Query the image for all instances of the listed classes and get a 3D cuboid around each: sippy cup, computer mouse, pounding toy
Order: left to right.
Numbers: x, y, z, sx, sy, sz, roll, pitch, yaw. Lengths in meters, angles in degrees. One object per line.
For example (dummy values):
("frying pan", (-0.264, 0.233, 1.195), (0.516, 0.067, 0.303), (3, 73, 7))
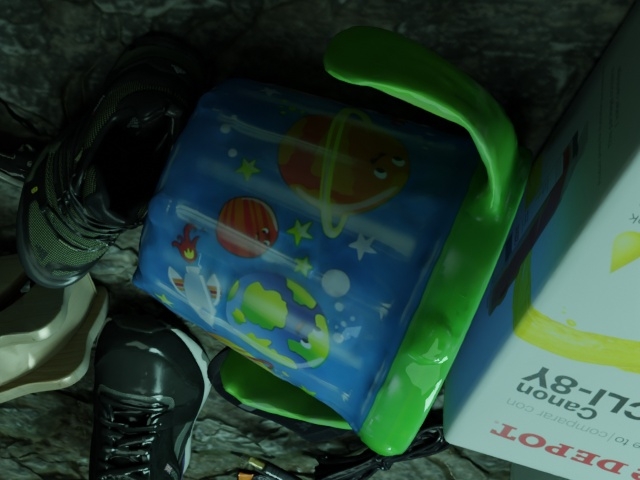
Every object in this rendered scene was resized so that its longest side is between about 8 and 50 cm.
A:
("pounding toy", (-0.312, 0.091, 1.177), (0.270, 0.154, 0.154), (-14, 135, 0))
("computer mouse", (-0.021, 0.150, 1.228), (0.184, 0.060, 0.262), (-32, 134, 33))
("sippy cup", (0.000, 0.000, 0.950), (0.224, 0.240, 0.305), (23, 99, 4))

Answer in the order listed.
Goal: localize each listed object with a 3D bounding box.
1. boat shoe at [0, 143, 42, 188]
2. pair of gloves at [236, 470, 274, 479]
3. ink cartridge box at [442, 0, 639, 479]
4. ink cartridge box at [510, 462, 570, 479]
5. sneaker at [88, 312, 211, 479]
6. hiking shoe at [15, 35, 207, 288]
("boat shoe", (-0.222, -0.054, 1.064), (0.125, 0.038, 0.046), (27, 178, -8))
("pair of gloves", (-0.051, 0.263, 1.391), (0.074, 0.010, 0.083), (10, 135, 4))
("ink cartridge box", (0.281, 0.021, 0.935), (0.279, 0.160, 0.384), (18, 138, -7))
("ink cartridge box", (0.321, 0.303, 1.205), (0.198, 0.197, 0.270), (-26, 126, 35))
("sneaker", (-0.163, 0.189, 1.250), (0.107, 0.124, 0.283), (9, 138, 3))
("hiking shoe", (-0.163, -0.040, 0.978), (0.086, 0.114, 0.227), (27, 119, -15))
